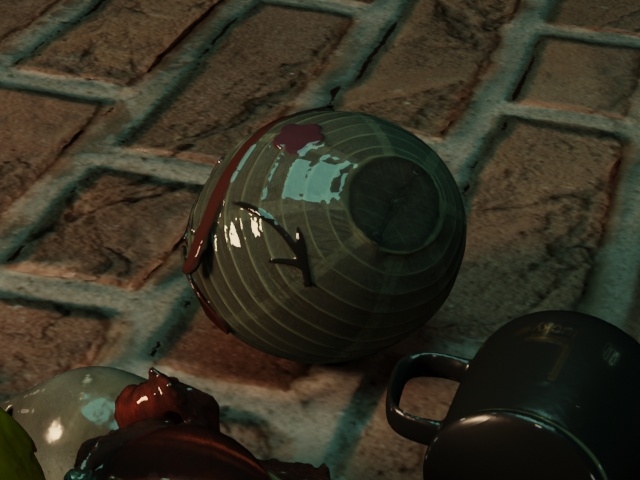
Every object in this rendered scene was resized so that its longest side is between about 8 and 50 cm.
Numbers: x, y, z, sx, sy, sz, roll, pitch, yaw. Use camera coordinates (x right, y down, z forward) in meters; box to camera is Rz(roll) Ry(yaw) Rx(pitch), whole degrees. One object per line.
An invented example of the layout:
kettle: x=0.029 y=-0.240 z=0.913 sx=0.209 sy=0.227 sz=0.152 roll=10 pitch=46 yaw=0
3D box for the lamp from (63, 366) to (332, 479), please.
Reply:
lamp: x=-0.078 y=0.194 z=1.289 sx=0.151 sy=0.215 sz=0.223 roll=-17 pitch=37 yaw=45

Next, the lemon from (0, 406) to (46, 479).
lemon: x=-0.291 y=0.203 z=1.160 sx=0.293 sy=0.293 sz=0.293 roll=3 pitch=25 yaw=-1

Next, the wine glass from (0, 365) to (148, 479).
wine glass: x=-0.202 y=0.149 z=1.459 sx=0.241 sy=0.126 sz=0.126 roll=13 pitch=27 yaw=19

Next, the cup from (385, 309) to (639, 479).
cup: x=0.149 y=0.150 z=1.461 sx=0.223 sy=0.169 sz=0.176 roll=15 pitch=35 yaw=19

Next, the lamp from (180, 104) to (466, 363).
lamp: x=0.000 y=0.000 z=1.698 sx=0.233 sy=0.233 sz=0.265 roll=20 pitch=42 yaw=30
